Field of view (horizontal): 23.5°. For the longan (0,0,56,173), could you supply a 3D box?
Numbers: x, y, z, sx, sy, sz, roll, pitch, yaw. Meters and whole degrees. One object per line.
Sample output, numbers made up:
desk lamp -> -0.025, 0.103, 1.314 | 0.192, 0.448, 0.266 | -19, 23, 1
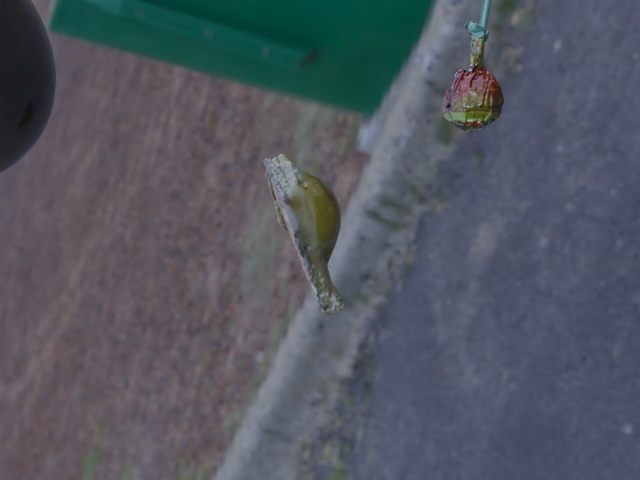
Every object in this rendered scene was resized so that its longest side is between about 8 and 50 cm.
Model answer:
longan -> -0.516, -0.233, 1.980 | 0.361, 0.361, 0.361 | -166, 90, -74

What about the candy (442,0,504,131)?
candy -> 0.162, -0.207, 1.527 | 0.060, 0.060, 0.201 | -173, 90, -74

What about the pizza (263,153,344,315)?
pizza -> -0.003, -0.009, 2.075 | 0.188, 0.080, 0.204 | 74, 174, -50
